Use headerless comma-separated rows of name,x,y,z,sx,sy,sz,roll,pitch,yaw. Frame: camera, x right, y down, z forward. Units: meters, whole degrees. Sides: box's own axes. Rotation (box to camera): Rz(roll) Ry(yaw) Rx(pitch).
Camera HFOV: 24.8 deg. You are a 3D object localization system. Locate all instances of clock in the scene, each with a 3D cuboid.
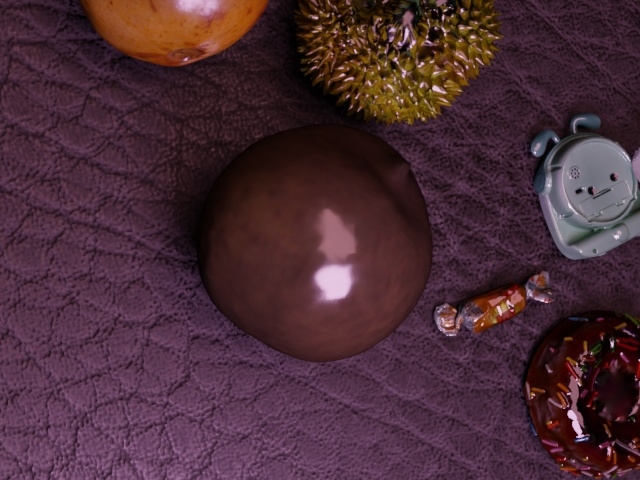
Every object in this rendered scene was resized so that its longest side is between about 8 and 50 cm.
clock,0.366,-0.077,1.992,0.148,0.060,0.188,-28,95,-19

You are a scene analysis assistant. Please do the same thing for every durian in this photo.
durian,0.097,-0.269,1.833,0.291,0.224,0.291,1,54,-2

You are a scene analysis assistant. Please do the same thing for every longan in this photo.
longan,-0.001,0.001,1.743,0.297,0.297,0.297,1,86,-20

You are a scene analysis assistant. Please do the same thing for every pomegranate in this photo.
pomegranate,-0.178,-0.339,1.709,0.264,0.264,0.264,1,86,-20

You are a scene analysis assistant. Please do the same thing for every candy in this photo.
candy,0.238,0.085,1.941,0.182,0.046,0.053,-20,91,-18

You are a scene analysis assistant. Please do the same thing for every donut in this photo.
donut,0.393,0.208,1.968,0.235,0.089,0.235,2,84,-22

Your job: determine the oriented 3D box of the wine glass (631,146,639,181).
wine glass,0.495,-0.120,2.010,0.155,0.073,0.073,-23,94,-42
